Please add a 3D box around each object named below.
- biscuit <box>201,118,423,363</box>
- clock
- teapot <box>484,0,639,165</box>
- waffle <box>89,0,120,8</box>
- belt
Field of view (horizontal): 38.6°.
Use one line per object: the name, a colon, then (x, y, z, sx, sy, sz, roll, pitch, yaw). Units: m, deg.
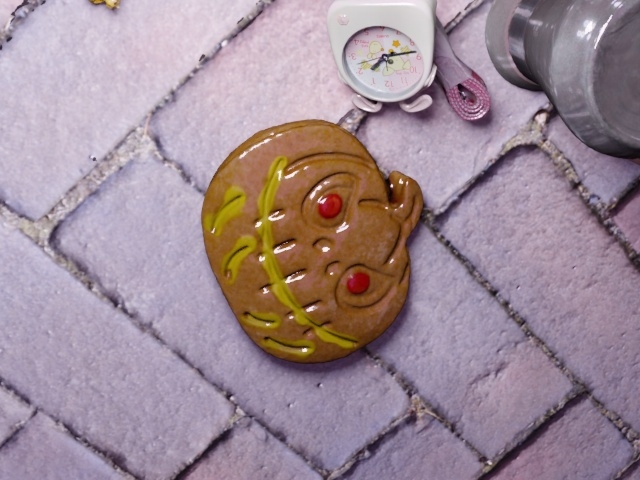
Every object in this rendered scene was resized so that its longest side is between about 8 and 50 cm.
biscuit: (0.002, 0.003, 1.414, 0.351, 0.070, 0.394, -29, 114, -1)
clock: (0.094, -0.267, 1.305, 0.152, 0.062, 0.191, 4, 132, 17)
teapot: (0.391, -0.249, 1.260, 0.253, 0.344, 0.300, -24, 114, -2)
waffle: (-0.262, -0.404, 1.207, 0.161, 0.046, 0.191, -3, 112, -11)
belt: (0.177, -0.277, 1.357, 0.071, 0.053, 0.232, -37, 114, 16)
